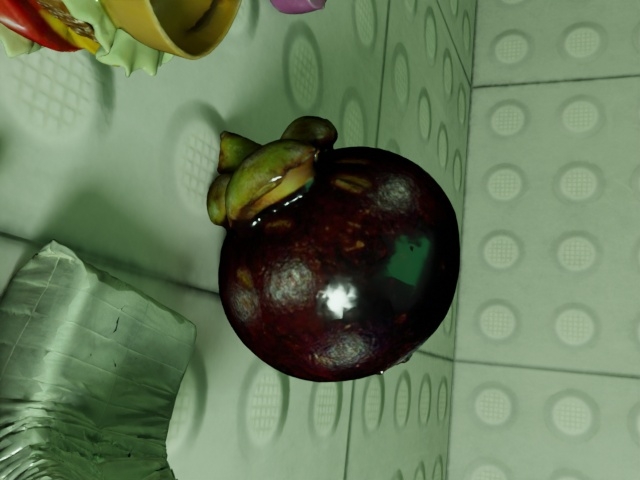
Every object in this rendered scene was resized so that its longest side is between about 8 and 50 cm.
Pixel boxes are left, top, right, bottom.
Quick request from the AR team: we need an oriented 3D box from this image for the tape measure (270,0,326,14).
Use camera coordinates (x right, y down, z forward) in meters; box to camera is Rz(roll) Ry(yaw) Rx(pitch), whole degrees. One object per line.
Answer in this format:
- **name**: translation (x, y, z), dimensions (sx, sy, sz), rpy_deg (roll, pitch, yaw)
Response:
- **tape measure**: translation (-0.032, -0.388, 0.923), dimensions (0.118, 0.074, 0.125), rpy_deg (-27, 114, -63)

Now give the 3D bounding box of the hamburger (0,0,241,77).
- **hamburger**: translation (-0.169, -0.252, 0.421), dimensions (0.274, 0.212, 0.274), rpy_deg (10, 90, -81)

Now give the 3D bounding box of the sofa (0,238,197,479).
- **sofa**: translation (-0.156, 0.142, 0.527), dimensions (0.210, 0.176, 0.225), rpy_deg (51, 45, -56)

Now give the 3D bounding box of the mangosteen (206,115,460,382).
- **mangosteen**: translation (0.000, 0.000, 0.782), dimensions (0.347, 0.307, 0.307), rpy_deg (55, 32, -9)
